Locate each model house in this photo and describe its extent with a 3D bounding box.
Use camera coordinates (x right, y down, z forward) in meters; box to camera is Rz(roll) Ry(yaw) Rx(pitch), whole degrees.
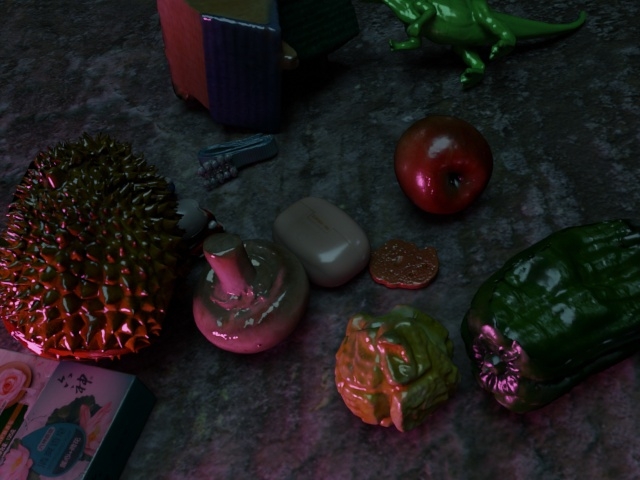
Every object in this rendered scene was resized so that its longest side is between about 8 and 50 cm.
[{"bbox_3d":[-0.126,-0.459,1.377,0.382,0.334,0.343,-37,65,-26],"label":"model house"}]

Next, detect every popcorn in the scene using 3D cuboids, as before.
[{"bbox_3d":[0.110,0.185,0.881,0.186,0.167,0.187,-12,10,34],"label":"popcorn"}]

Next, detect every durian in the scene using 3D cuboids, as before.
[{"bbox_3d":[-0.369,0.026,0.971,0.348,0.384,0.347,-2,50,3],"label":"durian"}]

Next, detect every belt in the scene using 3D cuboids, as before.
[{"bbox_3d":[-0.183,-0.186,1.308,0.179,0.065,0.100,-17,40,0],"label":"belt"}]

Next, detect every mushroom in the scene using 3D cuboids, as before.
[{"bbox_3d":[-0.127,0.073,0.983,0.208,0.215,0.207,-10,48,11],"label":"mushroom"}]

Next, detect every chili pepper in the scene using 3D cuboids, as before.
[{"bbox_3d":[0.370,0.106,0.886,0.385,0.167,0.213,-28,65,-25],"label":"chili pepper"}]

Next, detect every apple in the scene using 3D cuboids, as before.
[{"bbox_3d":[0.226,-0.143,1.110,0.181,0.180,0.168,-26,28,-8],"label":"apple"}]

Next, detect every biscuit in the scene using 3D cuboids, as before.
[{"bbox_3d":[0.150,0.044,1.071,0.131,0.019,0.102,8,54,18],"label":"biscuit"}]

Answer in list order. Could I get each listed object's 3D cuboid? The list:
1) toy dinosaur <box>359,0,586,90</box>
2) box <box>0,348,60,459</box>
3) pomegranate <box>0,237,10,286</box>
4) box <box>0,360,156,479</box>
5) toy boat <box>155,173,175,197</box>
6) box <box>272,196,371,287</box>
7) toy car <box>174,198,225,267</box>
[{"bbox_3d":[0.350,-0.552,1.402,0.500,0.144,0.374,-29,70,-27],"label":"toy dinosaur"},{"bbox_3d":[-0.521,0.292,0.989,0.135,0.081,0.199,7,52,18],"label":"box"},{"bbox_3d":[-0.568,0.060,1.154,0.159,0.159,0.205,21,35,27],"label":"pomegranate"},{"bbox_3d":[-0.389,0.323,0.924,0.153,0.092,0.244,7,54,18],"label":"box"},{"bbox_3d":[-0.422,-0.029,1.217,0.129,0.088,0.295,12,55,21],"label":"toy boat"},{"bbox_3d":[0.000,0.000,1.096,0.146,0.088,0.200,-37,54,-17],"label":"box"},{"bbox_3d":[-0.270,-0.023,1.162,0.112,0.112,0.139,23,59,27],"label":"toy car"}]
